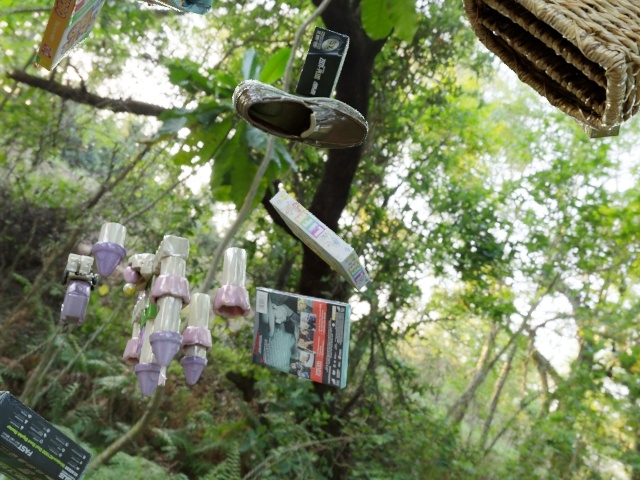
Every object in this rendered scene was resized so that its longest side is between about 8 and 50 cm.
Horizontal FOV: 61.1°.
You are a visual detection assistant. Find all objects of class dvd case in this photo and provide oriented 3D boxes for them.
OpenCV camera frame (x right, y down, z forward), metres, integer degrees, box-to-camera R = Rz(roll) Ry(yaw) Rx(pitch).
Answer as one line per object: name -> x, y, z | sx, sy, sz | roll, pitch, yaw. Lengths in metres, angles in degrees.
dvd case -> -0.023, 0.100, 0.574 | 0.120, 0.087, 0.013 | 6, 5, 33

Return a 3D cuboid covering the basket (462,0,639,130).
basket -> 0.338, -0.289, 0.786 | 0.299, 0.223, 0.213 | 50, -22, 24

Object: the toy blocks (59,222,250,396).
toy blocks -> -0.315, 0.158, 0.975 | 0.309, 0.260, 0.288 | 14, -33, -24

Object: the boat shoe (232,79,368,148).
boat shoe -> -0.026, -0.205, 0.956 | 0.258, 0.095, 0.095 | 7, 28, -22

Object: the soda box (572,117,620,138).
soda box -> 0.565, -0.281, 1.139 | 0.058, 0.181, 0.061 | -5, -55, 6

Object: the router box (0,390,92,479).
router box -> -0.298, 0.193, 0.522 | 0.092, 0.038, 0.122 | -8, -50, 28

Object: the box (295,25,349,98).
box -> 0.006, -0.391, 1.238 | 0.078, 0.147, 0.180 | 18, 12, -2

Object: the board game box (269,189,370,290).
board game box -> 0.000, 0.000, 0.783 | 0.154, 0.026, 0.103 | 41, -8, 31

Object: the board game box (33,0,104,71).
board game box -> -0.398, -0.379, 0.889 | 0.039, 0.124, 0.259 | 40, -39, -21

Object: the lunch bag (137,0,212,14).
lunch bag -> -0.334, -0.554, 1.025 | 0.223, 0.160, 0.262 | 22, -20, 29
